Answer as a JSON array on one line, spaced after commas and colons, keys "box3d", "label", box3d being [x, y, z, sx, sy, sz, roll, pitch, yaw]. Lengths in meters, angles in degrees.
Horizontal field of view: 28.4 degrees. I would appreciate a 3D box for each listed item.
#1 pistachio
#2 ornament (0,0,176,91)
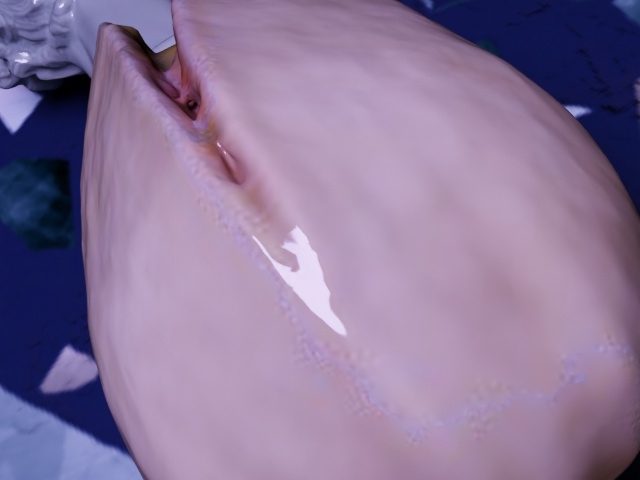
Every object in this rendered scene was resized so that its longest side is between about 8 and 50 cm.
[{"box3d": [0.000, 0.000, 0.470, 0.193, 0.214, 0.318, -38, 44, 3], "label": "pistachio"}, {"box3d": [-0.096, -0.104, 0.676, 0.285, 0.130, 0.120, 32, 89, 31], "label": "ornament"}]
